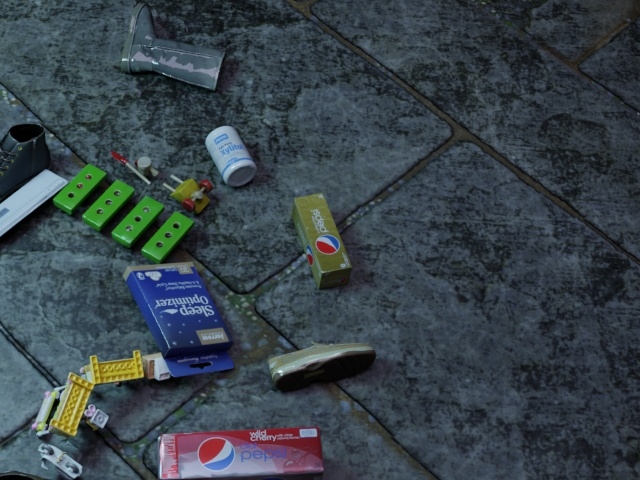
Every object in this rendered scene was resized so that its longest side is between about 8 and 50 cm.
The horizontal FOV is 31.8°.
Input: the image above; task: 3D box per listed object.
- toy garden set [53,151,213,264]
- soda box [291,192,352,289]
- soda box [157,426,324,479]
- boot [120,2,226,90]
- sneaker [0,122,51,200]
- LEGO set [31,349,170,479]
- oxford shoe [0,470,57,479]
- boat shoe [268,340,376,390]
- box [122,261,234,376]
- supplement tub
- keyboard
[{"bbox_3d":[-0.345,-0.074,2.140,0.244,0.049,0.204,29,56,14],"label":"toy garden set"},{"bbox_3d":[0.000,0.000,2.127,0.061,0.058,0.181,-11,55,-16],"label":"soda box"},{"bbox_3d":[-0.130,0.361,1.816,0.263,0.092,0.083,0,54,-9],"label":"soda box"},{"bbox_3d":[-0.303,-0.410,2.378,0.208,0.076,0.190,5,67,4],"label":"boot"},{"bbox_3d":[-0.609,-0.140,2.103,0.222,0.118,0.083,-36,66,-29],"label":"sneaker"},{"bbox_3d":[-0.381,0.262,1.873,0.132,0.107,0.287,52,51,-14],"label":"LEGO set"},{"bbox_3d":[-0.406,0.407,1.730,0.227,0.096,0.083,9,76,0],"label":"oxford shoe"},{"bbox_3d":[0.001,0.203,1.974,0.190,0.068,0.072,-10,44,-15],"label":"boat shoe"},{"bbox_3d":[-0.243,0.134,1.976,0.136,0.036,0.225,-4,52,-40],"label":"box"},{"bbox_3d":[-0.176,-0.165,2.216,0.071,0.071,0.107,-19,59,-21],"label":"supplement tub"},{"bbox_3d":[-0.583,-0.045,2.080,0.072,0.014,0.256,22,54,39],"label":"keyboard"}]
